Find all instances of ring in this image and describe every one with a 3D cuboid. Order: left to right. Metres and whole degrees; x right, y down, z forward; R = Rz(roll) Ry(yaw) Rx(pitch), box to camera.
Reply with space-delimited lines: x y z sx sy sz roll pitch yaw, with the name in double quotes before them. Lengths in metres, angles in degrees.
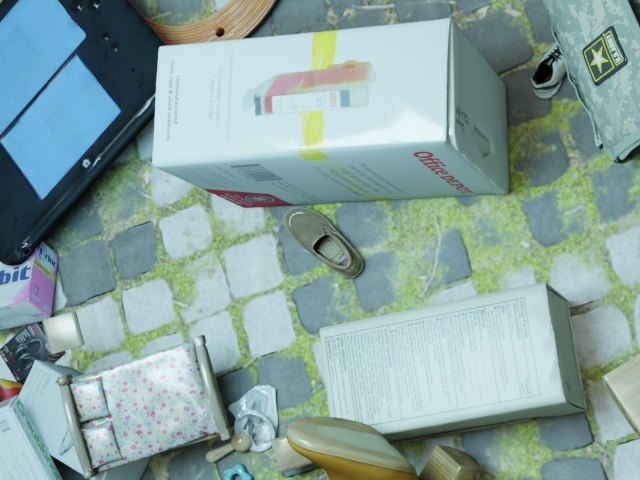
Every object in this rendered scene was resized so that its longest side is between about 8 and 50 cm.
"ring" -0.189 -0.411 2.151 0.336 0.032 0.336 -4 79 22

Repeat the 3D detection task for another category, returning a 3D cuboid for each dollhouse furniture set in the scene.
"dollhouse furniture set" -0.168 0.227 1.864 0.303 0.174 0.355 -17 88 2

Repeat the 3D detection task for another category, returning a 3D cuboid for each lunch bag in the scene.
"lunch bag" 0.426 -0.251 1.799 0.287 0.169 0.235 -27 74 21

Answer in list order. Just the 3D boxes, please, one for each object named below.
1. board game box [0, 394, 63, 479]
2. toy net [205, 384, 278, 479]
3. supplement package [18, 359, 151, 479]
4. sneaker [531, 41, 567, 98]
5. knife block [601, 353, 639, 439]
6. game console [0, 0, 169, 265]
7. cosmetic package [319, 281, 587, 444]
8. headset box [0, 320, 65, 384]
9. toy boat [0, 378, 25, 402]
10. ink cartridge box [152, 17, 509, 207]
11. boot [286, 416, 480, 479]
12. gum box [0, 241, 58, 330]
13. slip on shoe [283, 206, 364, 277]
"board game box" -0.424 0.378 1.989 0.193 0.053 0.305 -23 103 7
"toy net" -0.108 0.303 1.973 0.122 0.045 0.232 24 89 25
"supplement package" -0.319 0.251 2.035 0.179 0.105 0.105 25 88 24
"sneaker" 0.307 -0.233 1.909 0.040 0.044 0.109 30 90 26
"knife block" 0.480 0.108 1.673 0.242 0.275 0.088 -50 63 39
"game console" -0.399 -0.204 2.129 0.386 0.060 0.342 -47 55 12
"cosmetic package" 0.163 0.160 1.845 0.296 0.129 0.153 -11 74 20
"headset box" -0.409 0.156 2.130 0.083 0.032 0.062 -41 68 12
"toy boat" -0.533 0.305 2.079 0.318 0.148 0.267 -47 67 13
"ink cartridge box" 0.022 -0.150 1.881 0.384 0.279 0.160 -2 78 21
"boot" 0.046 0.331 1.769 0.104 0.295 0.211 42 109 52
"gum box" -0.476 0.072 2.140 0.188 0.062 0.107 -13 55 19
"slip on shoe" 0.000 0.000 1.989 0.051 0.041 0.135 -48 67 7
